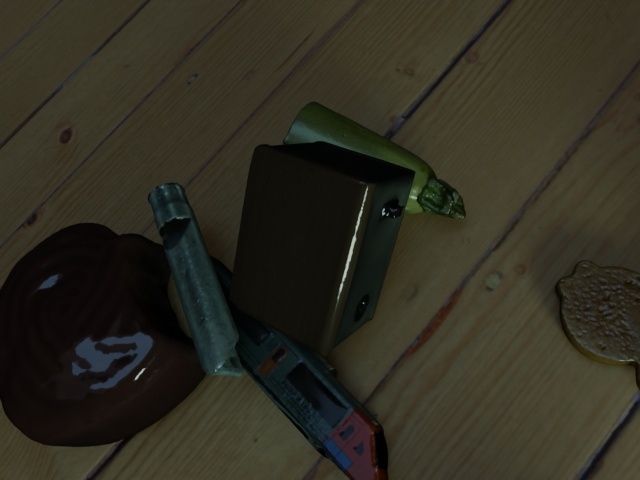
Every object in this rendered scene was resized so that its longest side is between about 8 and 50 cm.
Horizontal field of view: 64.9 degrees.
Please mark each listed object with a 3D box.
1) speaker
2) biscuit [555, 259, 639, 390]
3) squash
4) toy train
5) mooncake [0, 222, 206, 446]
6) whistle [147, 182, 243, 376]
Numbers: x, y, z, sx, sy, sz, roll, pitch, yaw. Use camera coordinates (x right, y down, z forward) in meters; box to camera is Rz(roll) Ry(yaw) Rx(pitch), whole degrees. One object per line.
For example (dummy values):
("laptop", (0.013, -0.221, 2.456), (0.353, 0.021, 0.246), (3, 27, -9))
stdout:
("speaker", (0.000, 0.000, 0.672), (0.192, 0.153, 0.231), (23, 113, 24))
("biscuit", (0.403, 0.108, 0.620), (0.225, 0.036, 0.166), (17, 72, 26))
("squash", (0.090, -0.099, 0.783), (0.287, 0.137, 0.137), (27, 77, 11))
("toy train", (-0.046, 0.173, 0.702), (0.409, 0.086, 0.089), (39, 81, 28))
("mooncake", (-0.332, 0.138, 0.761), (0.333, 0.174, 0.326), (1, 65, 19))
("whistle", (-0.179, 0.050, 0.714), (0.062, 0.062, 0.312), (-29, 61, 3))
